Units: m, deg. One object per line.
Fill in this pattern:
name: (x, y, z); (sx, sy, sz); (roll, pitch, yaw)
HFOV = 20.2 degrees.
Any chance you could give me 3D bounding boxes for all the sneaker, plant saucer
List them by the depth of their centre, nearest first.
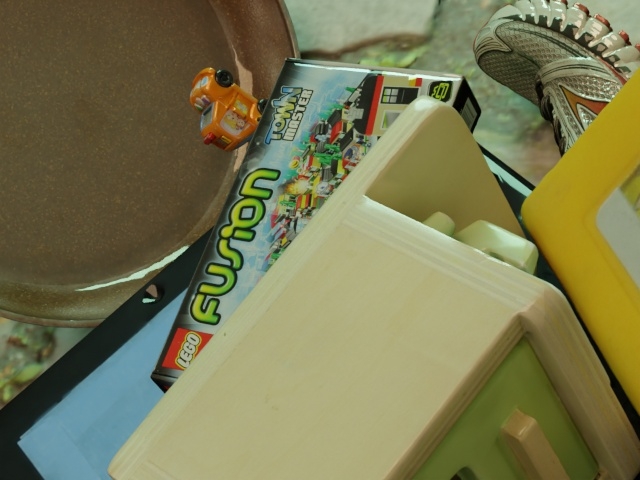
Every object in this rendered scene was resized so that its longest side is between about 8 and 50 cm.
sneaker: (0.156, -0.059, 0.986); (0.093, 0.088, 0.225); (-46, 48, -3)
plant saucer: (-0.161, -0.097, 1.100); (0.050, 0.311, 0.310); (-28, 35, 64)

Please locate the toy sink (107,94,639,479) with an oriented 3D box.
toy sink: (0.050, 0.078, 0.810); (0.131, 0.153, 0.234); (27, 69, 40)

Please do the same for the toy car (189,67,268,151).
toy car: (-0.035, -0.076, 1.063); (0.122, 0.060, 0.040); (-4, 50, 53)

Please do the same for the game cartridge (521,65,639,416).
game cartridge: (0.239, -0.005, 0.752); (0.285, 0.053, 0.323); (-51, 37, 23)

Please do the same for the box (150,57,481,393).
box: (0.000, 0.000, 0.962); (0.114, 0.036, 0.207); (8, 63, 27)

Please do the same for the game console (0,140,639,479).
game console: (-0.009, 0.115, 0.946); (0.386, 0.060, 0.342); (-42, 41, -6)
